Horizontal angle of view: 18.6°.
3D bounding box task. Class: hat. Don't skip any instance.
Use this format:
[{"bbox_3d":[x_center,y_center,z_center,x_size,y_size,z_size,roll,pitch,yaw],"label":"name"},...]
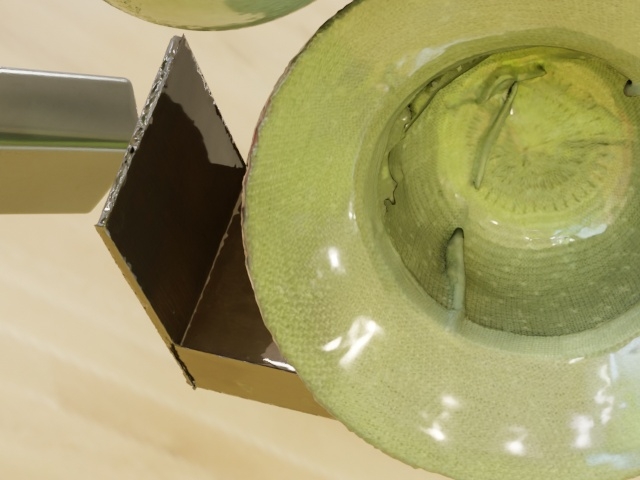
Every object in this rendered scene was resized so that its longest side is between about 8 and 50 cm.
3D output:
[{"bbox_3d":[0.097,-0.025,0.901,0.257,0.257,0.130,38,20,-10],"label":"hat"}]

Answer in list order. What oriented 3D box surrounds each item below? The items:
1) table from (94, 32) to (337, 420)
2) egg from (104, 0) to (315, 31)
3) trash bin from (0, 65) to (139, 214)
[{"bbox_3d":[0.000,0.000,1.555,0.251,0.196,0.282,12,-26,21],"label":"table"},{"bbox_3d":[-0.046,-0.172,0.811,0.169,0.169,0.236,36,3,-15],"label":"egg"},{"bbox_3d":[-0.307,-0.093,1.852,0.236,0.177,0.101,1,62,-30],"label":"trash bin"}]
